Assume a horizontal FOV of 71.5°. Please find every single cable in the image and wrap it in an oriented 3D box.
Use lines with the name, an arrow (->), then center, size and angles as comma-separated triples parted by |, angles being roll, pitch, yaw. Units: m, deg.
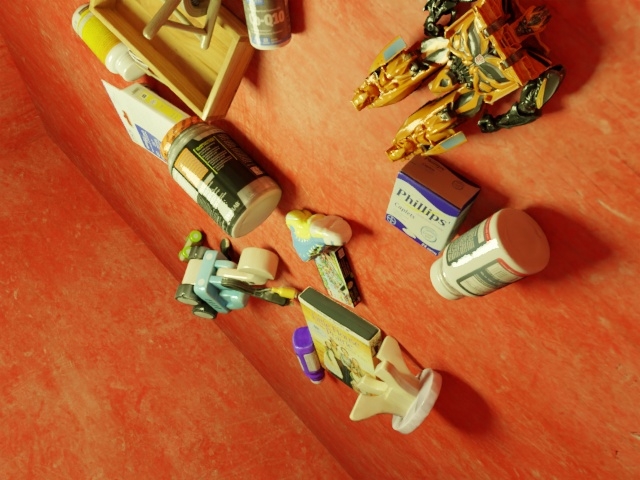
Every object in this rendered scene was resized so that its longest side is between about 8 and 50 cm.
cable -> -0.201, 0.167, 1.529 | 0.287, 0.072, 0.139 | 21, 163, -15

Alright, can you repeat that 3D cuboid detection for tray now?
tray -> -0.327, -0.473, 0.964 | 0.411, 0.076, 0.203 | 44, 126, 10

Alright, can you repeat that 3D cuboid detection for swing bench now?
swing bench -> -0.269, -0.524, 0.765 | 0.253, 0.165, 0.254 | 47, 120, 9

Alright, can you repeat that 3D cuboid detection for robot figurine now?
robot figurine -> 0.172, -0.216, 0.606 | 0.211, 0.085, 0.291 | 53, 153, -9

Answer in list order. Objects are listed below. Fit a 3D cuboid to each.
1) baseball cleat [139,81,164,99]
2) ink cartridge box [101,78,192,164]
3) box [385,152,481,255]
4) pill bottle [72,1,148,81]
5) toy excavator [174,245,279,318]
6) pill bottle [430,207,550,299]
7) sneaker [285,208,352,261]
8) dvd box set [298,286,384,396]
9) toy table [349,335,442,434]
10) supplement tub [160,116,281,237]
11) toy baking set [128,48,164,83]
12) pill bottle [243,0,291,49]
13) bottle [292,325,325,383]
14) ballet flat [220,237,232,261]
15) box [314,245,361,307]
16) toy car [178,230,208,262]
baseball cleat -> -0.553, -0.417, 1.456 | 0.109, 0.072, 0.206 | 39, 156, 6
ink cartridge box -> -0.502, -0.343, 1.400 | 0.307, 0.072, 0.303 | 36, 159, 9
box -> 0.192, -0.063, 0.785 | 0.126, 0.072, 0.137 | 38, 150, 21
pill bottle -> -0.597, -0.567, 1.279 | 0.215, 0.117, 0.117 | 49, 153, 2
toy excavator -> -0.327, 0.143, 1.692 | 0.445, 0.222, 0.433 | 2, 151, 16
pill bottle -> 0.267, 0.033, 0.732 | 0.108, 0.108, 0.180 | 48, 145, 3
sneaker -> 0.000, 0.000, 1.116 | 0.240, 0.091, 0.126 | 27, 129, 54
dvd box set -> 0.089, 0.371, 1.502 | 0.307, 0.062, 0.420 | 27, 146, 36
toy table -> 0.200, 0.406, 1.211 | 0.161, 0.252, 0.274 | 29, 138, 6
supplement tub -> -0.274, -0.176, 1.208 | 0.316, 0.193, 0.193 | 46, 153, 9
toy baking set -> -0.413, -0.450, 1.169 | 0.197, 0.030, 0.256 | 35, 174, -24
pill bottle -> -0.094, -0.411, 0.766 | 0.078, 0.078, 0.137 | 33, 149, 29
bottle -> -0.037, 0.462, 1.750 | 0.118, 0.092, 0.283 | -95, -7, -50
ballet flat -> -0.387, 0.041, 1.834 | 0.173, 0.049, 0.057 | 112, 145, -55
box -> 0.040, 0.088, 1.243 | 0.114, 0.036, 0.207 | 20, 141, 45
toy car -> -0.519, 0.054, 1.988 | 0.188, 0.149, 0.155 | 26, 163, -18
